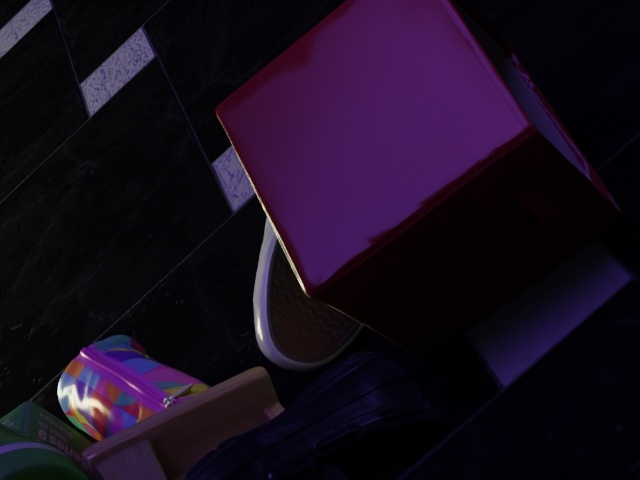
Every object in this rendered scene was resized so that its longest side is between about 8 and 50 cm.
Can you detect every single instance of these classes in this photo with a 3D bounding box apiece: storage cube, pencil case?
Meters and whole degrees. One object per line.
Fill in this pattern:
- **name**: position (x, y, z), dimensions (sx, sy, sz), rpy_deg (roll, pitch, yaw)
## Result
- **storage cube**: position (0.072, -0.058, 1.027), dimensions (0.193, 0.184, 0.215), rpy_deg (-38, 57, 15)
- **pencil case**: position (-0.139, 0.147, 1.183), dimensions (0.104, 0.104, 0.236), rpy_deg (-54, 30, -14)

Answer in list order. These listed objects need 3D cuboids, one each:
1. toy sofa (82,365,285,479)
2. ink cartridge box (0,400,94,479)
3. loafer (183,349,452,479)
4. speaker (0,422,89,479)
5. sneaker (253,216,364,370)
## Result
- **toy sofa**: position (-0.015, 0.245, 0.896), dimensions (0.150, 0.177, 0.362), rpy_deg (-26, 27, -14)
- **ink cartridge box**: position (-0.280, 0.307, 1.141), dimensions (0.211, 0.121, 0.289), rpy_deg (-35, 32, 17)
- **loafer**: position (-0.012, 0.142, 0.807), dimensions (0.078, 0.076, 0.223), rpy_deg (32, 48, 30)
- **speaker**: position (-0.282, 0.186, 1.049), dimensions (0.296, 0.131, 0.131), rpy_deg (10, 61, 51)
- **sneaker**: position (0.000, 0.000, 1.213), dimensions (0.123, 0.106, 0.290), rpy_deg (-50, 20, 54)
